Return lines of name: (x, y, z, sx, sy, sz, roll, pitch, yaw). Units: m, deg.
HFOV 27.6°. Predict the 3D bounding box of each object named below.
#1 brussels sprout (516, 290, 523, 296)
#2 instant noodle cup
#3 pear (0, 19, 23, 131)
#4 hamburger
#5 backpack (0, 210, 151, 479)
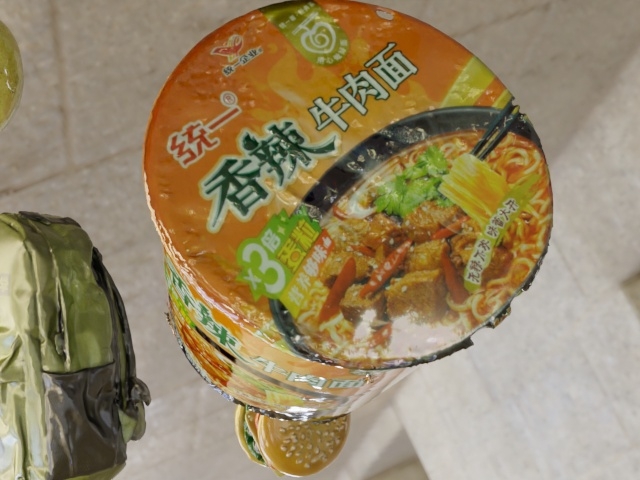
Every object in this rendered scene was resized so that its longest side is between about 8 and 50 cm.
brussels sprout: (0.130, 0.022, 1.078, 0.058, 0.085, 0.085, -34, 168, -25)
instant noodle cup: (0.000, 0.000, 0.785, 0.230, 0.230, 0.182, -19, 160, -22)
pear: (-0.455, -0.204, 1.555, 0.197, 0.197, 0.197, -24, 163, -8)
hamburger: (-0.039, 0.249, 1.803, 0.162, 0.162, 0.115, -17, -166, -28)
backpack: (-0.249, 0.096, 1.171, 0.140, 0.253, 0.207, -8, -169, -37)
